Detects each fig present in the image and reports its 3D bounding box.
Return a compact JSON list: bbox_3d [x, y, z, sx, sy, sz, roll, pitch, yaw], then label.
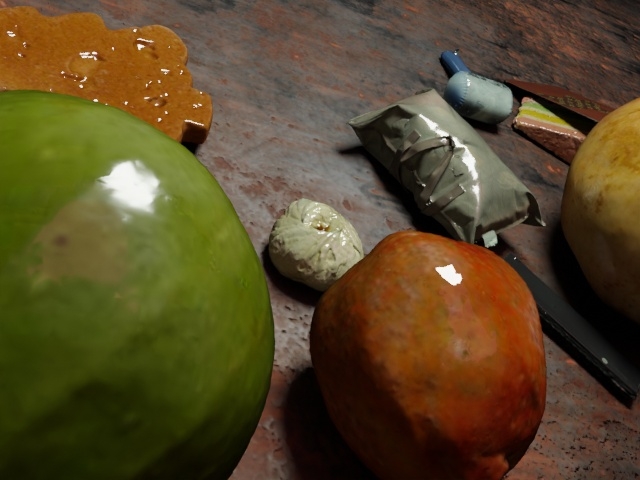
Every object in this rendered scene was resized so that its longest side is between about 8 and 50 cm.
[{"bbox_3d":[-0.188,0.080,0.432,0.316,0.316,0.316,18,43,-18],"label":"fig"}]

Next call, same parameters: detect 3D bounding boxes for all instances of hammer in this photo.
[{"bbox_3d":[0.244,-0.273,1.239,0.116,0.070,0.194,11,38,-25],"label":"hammer"}]

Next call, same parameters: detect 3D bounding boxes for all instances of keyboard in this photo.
[{"bbox_3d":[0.317,0.108,0.941,0.231,0.023,0.072,43,34,10],"label":"keyboard"}]

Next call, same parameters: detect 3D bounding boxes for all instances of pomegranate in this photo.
[{"bbox_3d":[0.488,-0.025,0.996,0.338,0.338,0.338,18,43,-18],"label":"pomegranate"}]

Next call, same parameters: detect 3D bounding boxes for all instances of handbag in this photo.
[{"bbox_3d":[0.164,-0.098,0.973,0.182,0.117,0.270,-22,66,-36],"label":"handbag"}]

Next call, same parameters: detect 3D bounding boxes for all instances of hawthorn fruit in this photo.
[{"bbox_3d":[0.106,0.125,0.634,0.210,0.211,0.262,4,43,-31],"label":"hawthorn fruit"}]

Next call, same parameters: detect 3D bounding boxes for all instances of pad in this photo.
[{"bbox_3d":[0.472,-0.244,1.319,0.181,0.004,0.267,-2,28,-36],"label":"pad"}]

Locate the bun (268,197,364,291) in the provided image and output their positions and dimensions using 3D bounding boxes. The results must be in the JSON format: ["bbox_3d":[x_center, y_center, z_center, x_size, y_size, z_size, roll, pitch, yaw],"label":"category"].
[{"bbox_3d":[0.000,0.000,0.797,0.115,0.069,0.115,20,42,-19],"label":"bun"}]

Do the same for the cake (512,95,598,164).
[{"bbox_3d":[0.450,-0.190,1.271,0.225,0.090,0.109,31,44,-3],"label":"cake"}]

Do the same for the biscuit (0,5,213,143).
[{"bbox_3d":[-0.269,-0.178,0.812,0.306,0.043,0.284,18,44,-16],"label":"biscuit"}]
